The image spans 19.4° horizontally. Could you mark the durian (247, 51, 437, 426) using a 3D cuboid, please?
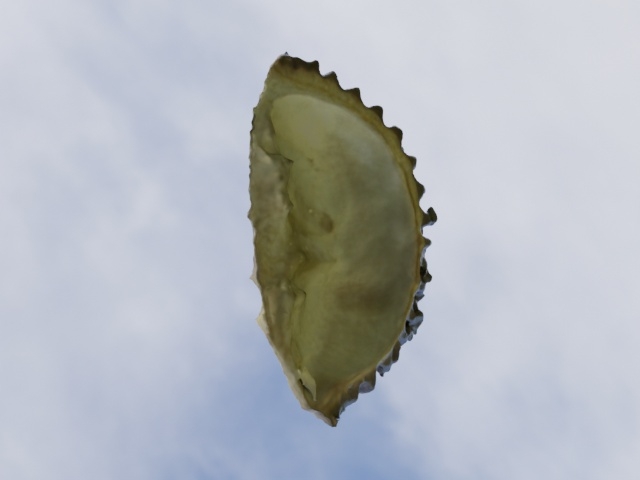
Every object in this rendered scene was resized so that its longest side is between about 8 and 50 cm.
[{"bbox_3d":[0.008,-0.002,0.639,0.066,0.052,0.130,14,-113,-67],"label":"durian"}]
